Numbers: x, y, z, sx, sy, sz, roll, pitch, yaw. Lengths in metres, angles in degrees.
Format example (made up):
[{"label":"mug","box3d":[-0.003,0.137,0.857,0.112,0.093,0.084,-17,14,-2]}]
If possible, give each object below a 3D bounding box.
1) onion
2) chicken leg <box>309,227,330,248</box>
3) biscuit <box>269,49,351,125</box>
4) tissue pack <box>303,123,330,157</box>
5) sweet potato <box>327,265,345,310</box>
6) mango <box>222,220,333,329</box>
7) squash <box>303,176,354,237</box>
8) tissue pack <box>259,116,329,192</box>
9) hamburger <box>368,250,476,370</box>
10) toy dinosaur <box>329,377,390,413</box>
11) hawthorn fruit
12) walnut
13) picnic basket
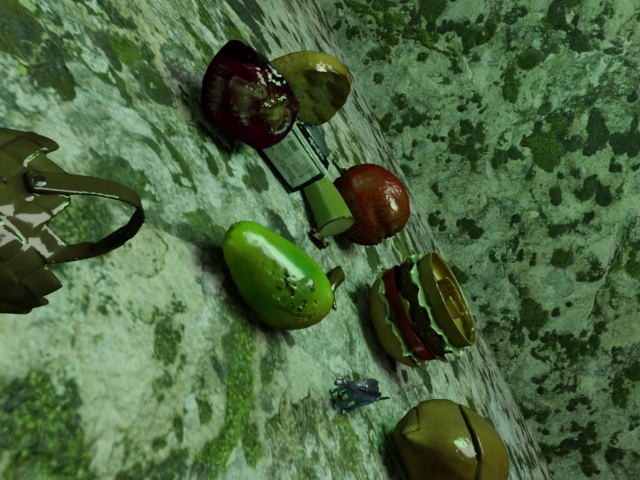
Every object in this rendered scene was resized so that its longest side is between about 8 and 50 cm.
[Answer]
[{"label":"onion","box3d":[-0.155,-0.268,0.850,0.218,0.140,0.195,33,2,33]},{"label":"chicken leg","box3d":[0.000,0.001,1.039,0.083,0.021,0.036,43,20,-44]},{"label":"biscuit","box3d":[-0.039,-0.356,1.062,0.274,0.213,0.091,6,62,-59]},{"label":"tissue pack","box3d":[-0.023,-0.264,1.234,0.156,0.051,0.112,-64,135,-66]},{"label":"sweet potato","box3d":[0.031,0.092,0.986,0.041,0.038,0.153,34,30,-10]},{"label":"mango","box3d":[-0.067,0.059,0.691,0.233,0.111,0.125,44,24,-40]},{"label":"squash","box3d":[-0.008,-0.120,1.094,0.224,0.094,0.094,63,20,16]},{"label":"tissue pack","box3d":[-0.065,-0.199,1.001,0.170,0.103,0.090,55,19,-24]},{"label":"hamburger","box3d":[0.233,0.177,1.116,0.274,0.212,0.274,45,29,-34]},{"label":"toy dinosaur","box3d":[0.067,0.271,0.802,0.197,0.080,0.045,38,30,-49]},{"label":"hawthorn fruit","box3d":[0.111,-0.111,1.184,0.253,0.205,0.205,60,21,2]},{"label":"walnut","box3d":[0.258,0.433,0.910,0.297,0.203,0.203,33,35,-35]},{"label":"picnic basket","box3d":[-0.230,-0.013,0.358,0.178,0.128,0.138,9,58,-54]}]
